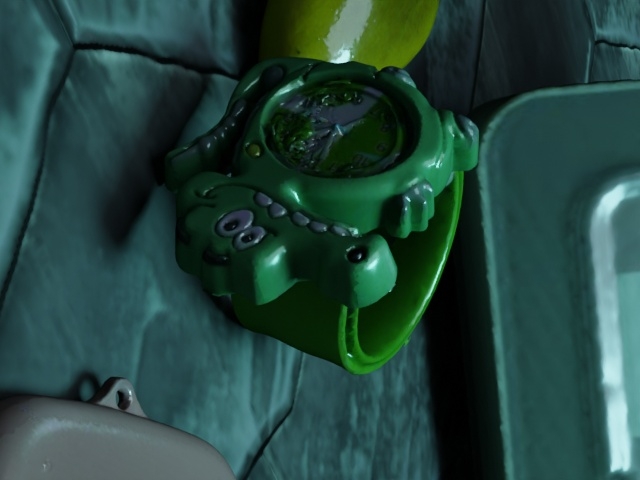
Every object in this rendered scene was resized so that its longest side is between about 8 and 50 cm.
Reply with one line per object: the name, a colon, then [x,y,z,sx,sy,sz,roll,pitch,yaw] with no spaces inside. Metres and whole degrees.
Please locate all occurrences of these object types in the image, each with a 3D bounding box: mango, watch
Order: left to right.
watch: [0.000,0.000,0.725,0.165,0.131,0.152,-56,156,-32]
mango: [0.015,-0.130,0.803,0.161,0.076,0.103,-58,140,-35]

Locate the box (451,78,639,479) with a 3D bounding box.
box: [0.294,0.081,0.982,0.111,0.396,0.396,178,-94,-79]

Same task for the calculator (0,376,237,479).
calculator: [-0.090,0.217,0.584,0.220,0.048,0.330,25,62,-55]
